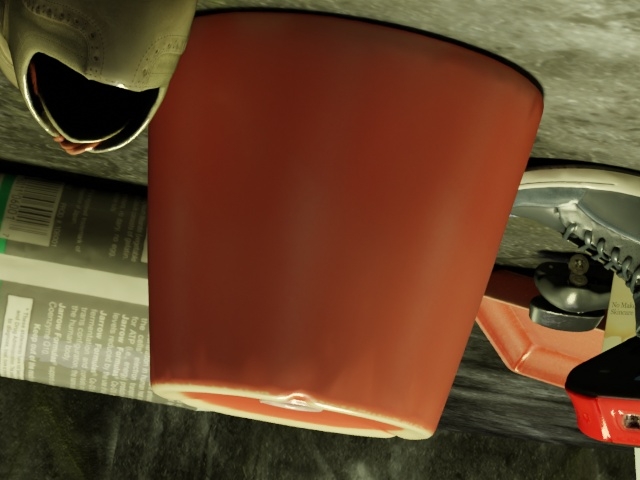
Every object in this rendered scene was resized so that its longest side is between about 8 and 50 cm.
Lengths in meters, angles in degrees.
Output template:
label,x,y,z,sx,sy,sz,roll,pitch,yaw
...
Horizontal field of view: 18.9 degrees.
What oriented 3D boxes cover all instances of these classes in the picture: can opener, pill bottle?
label,x,y,z,sx,sy,sz,roll,pitch,yaw
can opener,0.295,0.049,1.870,0.186,0.059,0.073,1,144,-6
pill bottle,-0.172,0.059,1.923,0.361,0.204,0.204,11,170,-4

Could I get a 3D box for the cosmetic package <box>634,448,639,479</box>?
label,x,y,z,sx,sy,sz,roll,pitch,yaw
cosmetic package,0.435,0.246,1.826,0.097,0.284,0.377,0,-172,41

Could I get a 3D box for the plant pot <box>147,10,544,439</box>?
label,x,y,z,sx,sy,sz,roll,pitch,yaw
plant pot,0.000,0.000,1.309,0.275,0.243,0.275,9,169,2

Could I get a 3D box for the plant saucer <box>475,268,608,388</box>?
label,x,y,z,sx,sy,sz,roll,pitch,yaw
plant saucer,0.296,0.112,2.037,0.258,0.048,0.259,17,163,25

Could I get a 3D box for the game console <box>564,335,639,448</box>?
label,x,y,z,sx,sy,sz,roll,pitch,yaw
game console,0.433,0.094,1.594,0.386,0.060,0.342,2,-159,44

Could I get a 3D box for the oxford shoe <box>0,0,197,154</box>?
label,x,y,z,sx,sy,sz,roll,pitch,yaw
oxford shoe,-0.150,-0.113,1.133,0.123,0.130,0.348,12,170,-11

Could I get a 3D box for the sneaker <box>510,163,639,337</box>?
label,x,y,z,sx,sy,sz,roll,pitch,yaw
sneaker,0.236,0.031,1.500,0.226,0.163,0.086,10,172,7

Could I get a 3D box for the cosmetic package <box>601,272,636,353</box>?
label,x,y,z,sx,sy,sz,roll,pitch,yaw
cosmetic package,0.301,0.071,1.795,0.060,0.115,0.041,-1,165,42
